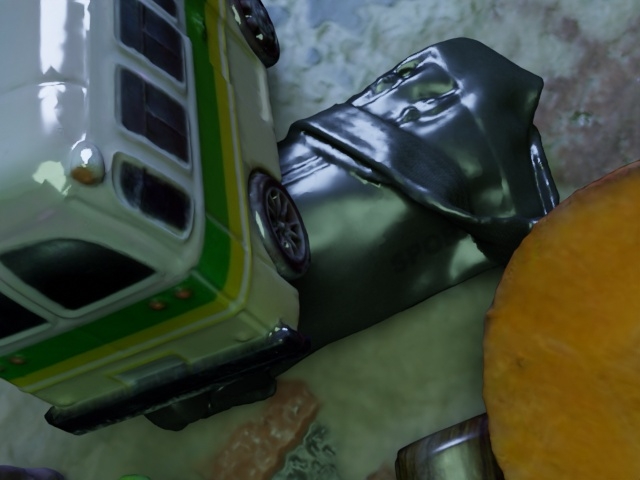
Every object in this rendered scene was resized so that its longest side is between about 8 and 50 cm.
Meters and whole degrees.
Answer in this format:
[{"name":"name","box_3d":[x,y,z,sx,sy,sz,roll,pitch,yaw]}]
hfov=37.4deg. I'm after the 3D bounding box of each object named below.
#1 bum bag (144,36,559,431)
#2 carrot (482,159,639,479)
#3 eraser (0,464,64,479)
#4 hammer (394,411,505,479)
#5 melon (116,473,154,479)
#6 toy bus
[{"name":"bum bag","box_3d":[0.000,0.000,0.536,0.326,0.080,0.142,-31,69,-3]},{"name":"carrot","box_3d":[0.209,0.075,0.411,0.307,0.100,0.259,22,101,34]},{"name":"eraser","box_3d":[-0.205,0.274,0.382,0.122,0.272,0.359,-3,75,4]},{"name":"hammer","box_3d":[0.086,0.287,0.447,0.242,0.095,0.409,-9,71,7]},{"name":"melon","box_3d":[-0.060,0.275,0.423,0.196,0.124,0.324,-25,52,42]},{"name":"toy bus","box_3d":[-0.117,-0.083,0.475,0.143,0.179,0.306,-21,55,20]}]
